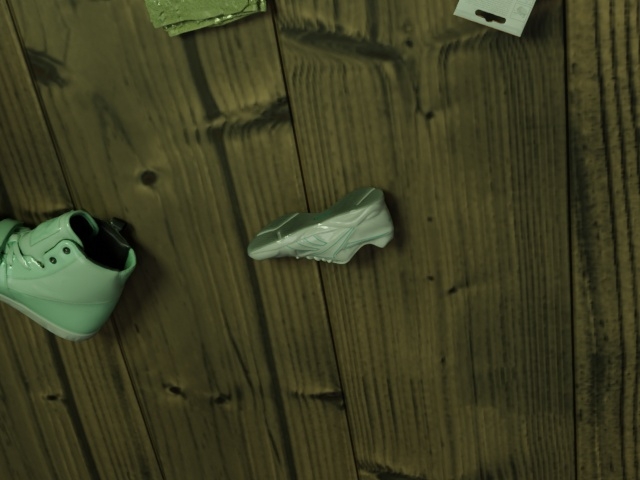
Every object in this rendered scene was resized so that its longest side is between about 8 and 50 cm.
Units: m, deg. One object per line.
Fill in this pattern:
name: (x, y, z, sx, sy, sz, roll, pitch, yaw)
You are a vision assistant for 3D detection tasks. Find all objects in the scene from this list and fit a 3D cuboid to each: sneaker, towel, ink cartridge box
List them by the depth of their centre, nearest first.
ink cartridge box: (0.155, -0.229, 0.746, 0.062, 0.029, 0.115, 19, 124, 0)
towel: (-0.114, -0.251, 0.790, 0.110, 0.027, 0.148, -9, 120, 18)
sneaker: (0.000, 0.000, 0.906, 0.152, 0.054, 0.061, -16, 119, 20)
sneaker: (-0.309, -0.008, 0.940, 0.256, 0.094, 0.151, 29, 129, -18)
